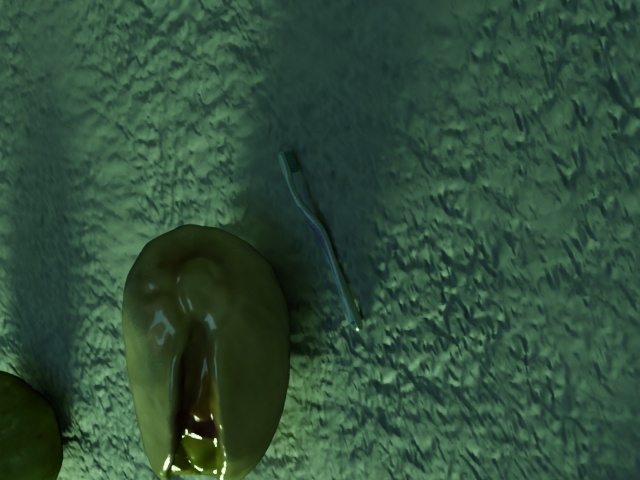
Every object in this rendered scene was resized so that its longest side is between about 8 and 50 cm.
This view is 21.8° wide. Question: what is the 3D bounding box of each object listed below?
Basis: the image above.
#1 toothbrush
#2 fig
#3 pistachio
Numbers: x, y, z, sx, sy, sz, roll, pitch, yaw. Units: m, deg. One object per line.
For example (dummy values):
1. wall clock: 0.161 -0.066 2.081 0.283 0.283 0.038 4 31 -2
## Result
1. toothbrush: 0.000 0.000 1.117 0.131 0.013 0.011 67 155 3
2. fig: -0.296 0.188 1.528 0.136 0.120 0.153 65 169 -1
3. pistachio: -0.078 0.081 1.184 0.145 0.117 0.201 -92 -2 -57
